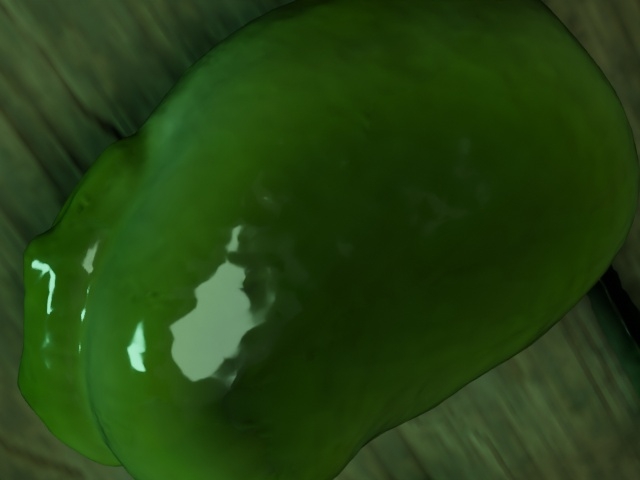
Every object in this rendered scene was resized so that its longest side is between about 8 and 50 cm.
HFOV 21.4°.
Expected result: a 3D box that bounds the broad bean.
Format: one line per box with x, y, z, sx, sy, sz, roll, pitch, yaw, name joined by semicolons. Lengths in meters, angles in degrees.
0.000;0.000;0.457;0.174;0.082;0.124;-42;121;-9;broad bean
